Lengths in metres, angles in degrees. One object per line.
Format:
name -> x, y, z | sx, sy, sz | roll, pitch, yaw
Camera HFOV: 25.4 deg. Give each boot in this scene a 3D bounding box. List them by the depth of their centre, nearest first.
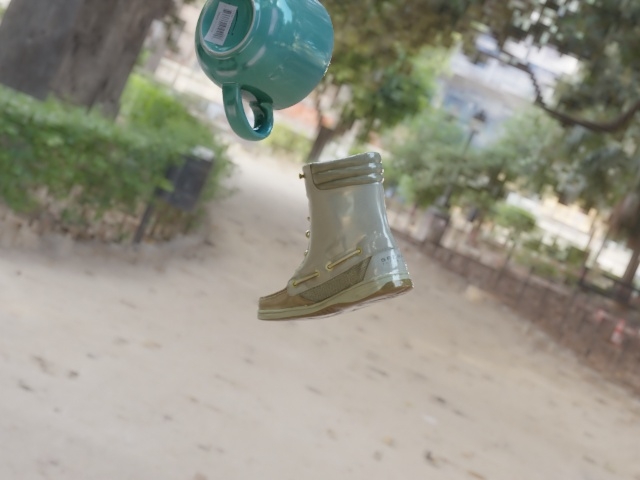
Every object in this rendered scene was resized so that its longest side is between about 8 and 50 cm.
boot -> 0.000, 0.000, 1.919 | 0.095, 0.203, 0.262 | -5, -10, -45

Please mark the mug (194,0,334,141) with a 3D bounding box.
mug -> -0.062, -0.198, 1.450 | 0.097, 0.129, 0.158 | 22, 43, -51
